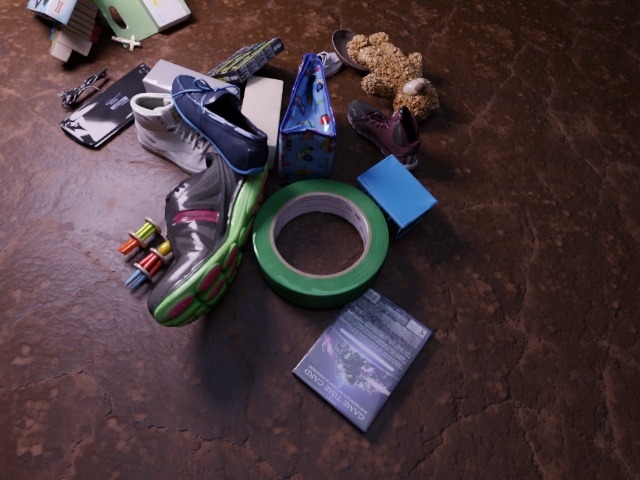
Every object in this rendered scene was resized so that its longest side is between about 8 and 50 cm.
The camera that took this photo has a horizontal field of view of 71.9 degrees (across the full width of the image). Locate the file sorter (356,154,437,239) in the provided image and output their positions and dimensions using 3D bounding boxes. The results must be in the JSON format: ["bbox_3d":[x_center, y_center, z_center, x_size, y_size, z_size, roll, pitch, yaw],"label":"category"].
[{"bbox_3d":[0.185,-0.105,1.124,0.118,0.104,0.170,-35,73,-17],"label":"file sorter"}]

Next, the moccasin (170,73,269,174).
[{"bbox_3d":[-0.221,-0.299,1.032,0.342,0.117,0.137,44,42,18],"label":"moccasin"}]

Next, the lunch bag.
[{"bbox_3d":[-0.030,-0.317,1.155,0.138,0.221,0.294,5,62,-4],"label":"lunch bag"}]

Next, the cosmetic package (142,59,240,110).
[{"bbox_3d":[-0.348,-0.385,1.213,0.237,0.127,0.107,25,62,5],"label":"cosmetic package"}]

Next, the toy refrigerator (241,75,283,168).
[{"bbox_3d":[-0.165,-0.324,1.206,0.102,0.094,0.270,6,55,-8],"label":"toy refrigerator"}]

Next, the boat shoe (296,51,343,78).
[{"bbox_3d":[0.002,-0.551,1.374,0.184,0.063,0.066,-30,69,-20],"label":"boat shoe"}]

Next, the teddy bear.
[{"bbox_3d":[0.222,-0.509,1.324,0.244,0.113,0.338,-2,60,-27],"label":"teddy bear"}]

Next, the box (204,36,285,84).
[{"bbox_3d":[-0.225,-0.516,1.286,0.184,0.045,0.191,14,53,43],"label":"box"}]

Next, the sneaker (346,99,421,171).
[{"bbox_3d":[0.188,-0.335,1.221,0.106,0.163,0.281,-33,70,-21],"label":"sneaker"}]

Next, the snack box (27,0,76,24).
[{"bbox_3d":[-0.751,-0.727,1.260,0.322,0.060,0.187,33,98,43],"label":"snack box"}]

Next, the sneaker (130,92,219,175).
[{"bbox_3d":[-0.350,-0.269,1.127,0.292,0.169,0.108,22,60,3],"label":"sneaker"}]

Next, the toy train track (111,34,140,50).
[{"bbox_3d":[-0.597,-0.613,1.354,0.083,0.014,0.048,9,94,-10],"label":"toy train track"}]

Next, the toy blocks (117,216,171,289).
[{"bbox_3d":[-0.416,0.032,1.022,0.123,0.054,0.148,35,64,11],"label":"toy blocks"}]

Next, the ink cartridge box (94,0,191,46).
[{"bbox_3d":[-0.551,-0.732,1.368,0.235,0.056,0.171,-40,110,-25],"label":"ink cartridge box"}]

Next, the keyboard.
[{"bbox_3d":[-0.597,-0.402,1.249,0.201,0.033,0.317,36,63,6],"label":"keyboard"}]

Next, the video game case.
[{"bbox_3d":[0.098,0.248,0.979,0.196,0.026,0.274,36,65,13],"label":"video game case"}]

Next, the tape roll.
[{"bbox_3d":[0.000,0.000,1.058,0.320,0.077,0.322,1,58,-1],"label":"tape roll"}]

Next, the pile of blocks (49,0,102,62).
[{"bbox_3d":[-0.738,-0.675,1.354,0.112,0.148,0.363,21,62,-45],"label":"pile of blocks"}]

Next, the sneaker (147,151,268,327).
[{"bbox_3d":[-0.270,-0.019,1.002,0.202,0.185,0.483,16,51,1],"label":"sneaker"}]

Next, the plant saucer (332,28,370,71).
[{"bbox_3d":[0.105,-0.598,1.404,0.168,0.029,0.169,15,57,-25],"label":"plant saucer"}]
